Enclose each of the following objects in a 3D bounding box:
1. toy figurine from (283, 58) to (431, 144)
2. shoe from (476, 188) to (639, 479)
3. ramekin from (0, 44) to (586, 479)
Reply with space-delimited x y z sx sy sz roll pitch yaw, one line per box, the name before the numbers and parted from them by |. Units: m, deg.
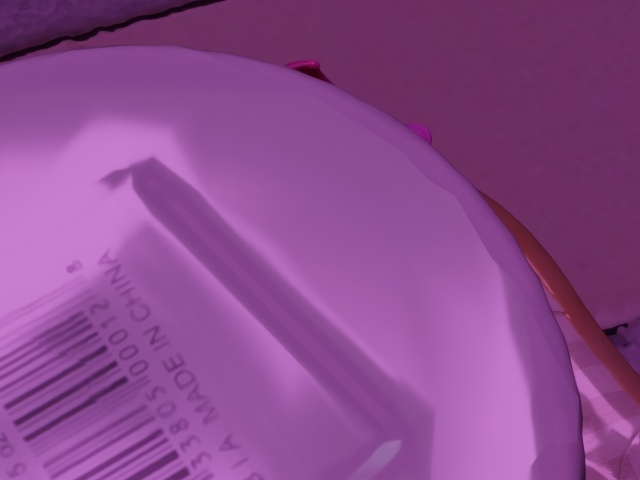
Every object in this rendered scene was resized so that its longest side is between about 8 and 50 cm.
toy figurine | 0.000 0.000 0.683 0.173 0.130 0.159 -4 59 14
shoe | 0.074 0.048 0.703 0.058 0.077 0.219 -25 56 -28
ramekin | -0.054 0.077 0.490 0.277 0.135 0.277 -1 59 1
